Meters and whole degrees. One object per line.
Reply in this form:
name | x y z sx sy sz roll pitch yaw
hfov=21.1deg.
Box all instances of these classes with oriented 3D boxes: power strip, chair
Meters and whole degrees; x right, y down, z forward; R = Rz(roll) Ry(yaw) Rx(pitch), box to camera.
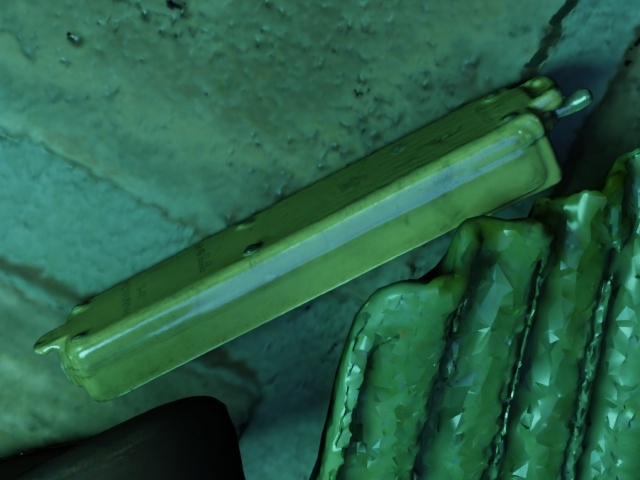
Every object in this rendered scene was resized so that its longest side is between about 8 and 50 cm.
power strip | 0.000 0.000 0.861 0.305 0.064 0.044 -27 109 2
chair | -0.104 0.258 0.844 0.227 0.226 0.401 -15 107 -2

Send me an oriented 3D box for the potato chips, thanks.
potato chips | 0.152 0.157 0.906 0.359 0.070 0.429 -3 112 -18
